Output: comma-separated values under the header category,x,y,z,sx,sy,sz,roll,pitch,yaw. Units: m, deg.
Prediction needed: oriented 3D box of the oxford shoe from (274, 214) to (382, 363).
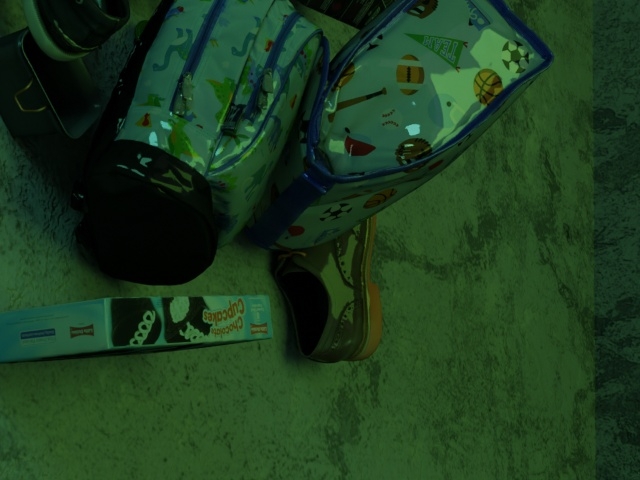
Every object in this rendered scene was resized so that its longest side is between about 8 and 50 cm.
category,x,y,z,sx,sy,sz,roll,pitch,yaw
oxford shoe,0.000,0.000,2.156,0.133,0.130,0.363,-3,80,-48

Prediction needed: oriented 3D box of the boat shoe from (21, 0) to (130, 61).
category,x,y,z,sx,sy,sz,roll,pitch,yaw
boat shoe,-0.284,-0.371,1.588,0.127,0.113,0.340,-10,89,-51

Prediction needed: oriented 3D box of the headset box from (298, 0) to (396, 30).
category,x,y,z,sx,sy,sz,roll,pitch,yaw
headset box,0.007,-0.408,2.166,0.110,0.218,0.293,-57,152,13

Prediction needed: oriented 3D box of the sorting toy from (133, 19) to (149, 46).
category,x,y,z,sx,sy,sz,roll,pitch,yaw
sorting toy,-0.214,-0.252,1.938,0.102,0.042,0.061,1,66,-48

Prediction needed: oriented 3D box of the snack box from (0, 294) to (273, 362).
category,x,y,z,sx,sy,sz,roll,pitch,yaw
snack box,-0.218,0.100,1.681,0.322,0.187,0.060,2,81,-60

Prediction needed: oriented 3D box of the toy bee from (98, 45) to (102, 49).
category,x,y,z,sx,sy,sz,roll,pitch,yaw
toy bee,-0.191,-0.362,1.877,0.195,0.162,0.298,41,49,-51

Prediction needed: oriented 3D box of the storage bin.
category,x,y,z,sx,sy,sz,roll,pitch,yaw
storage bin,-0.327,-0.175,1.659,0.135,0.091,0.098,65,34,-26

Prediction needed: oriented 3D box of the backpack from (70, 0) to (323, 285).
category,x,y,z,sx,sy,sz,roll,pitch,yaw
backpack,-0.142,-0.153,1.754,0.290,0.273,0.355,99,-5,-63

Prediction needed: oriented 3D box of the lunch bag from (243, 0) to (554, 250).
category,x,y,z,sx,sy,sz,roll,pitch,yaw
lunch bag,0.069,-0.163,2.002,0.239,0.328,0.385,46,66,0
